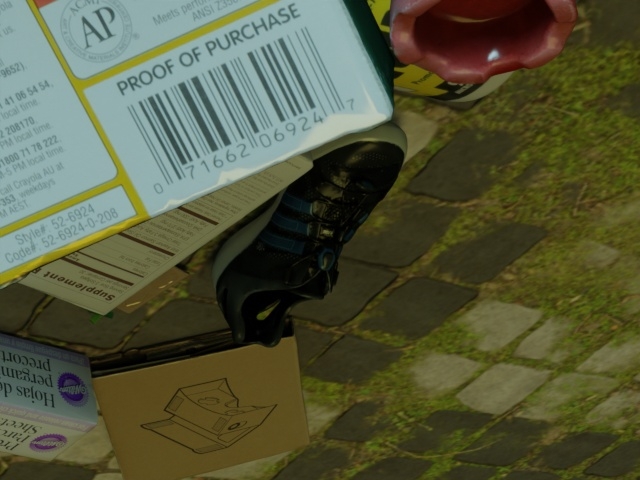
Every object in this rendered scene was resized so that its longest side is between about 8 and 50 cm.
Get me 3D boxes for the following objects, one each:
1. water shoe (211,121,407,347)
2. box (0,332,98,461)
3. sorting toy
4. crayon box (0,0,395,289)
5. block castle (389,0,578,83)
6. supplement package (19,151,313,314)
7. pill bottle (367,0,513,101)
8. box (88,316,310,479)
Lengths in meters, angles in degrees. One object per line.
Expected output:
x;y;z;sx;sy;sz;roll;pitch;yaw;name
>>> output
0.000;0.000;1.061;0.073;0.080;0.203;9;140;-33;water shoe
-0.302;0.087;1.083;0.067;0.063;0.324;-36;142;30;box
-0.142;0.034;1.115;0.083;0.012;0.062;-32;148;19;sorting toy
-0.124;-0.164;0.664;0.203;0.083;0.323;-22;110;12;crayon box
0.258;-0.185;0.642;0.303;0.213;0.453;16;148;-32;block castle
-0.110;-0.054;0.914;0.179;0.105;0.105;-34;143;27;supplement package
0.005;-0.147;0.810;0.208;0.119;0.119;9;140;-32;pill bottle
-0.094;0.136;1.281;0.164;0.021;0.201;-12;146;-5;box
